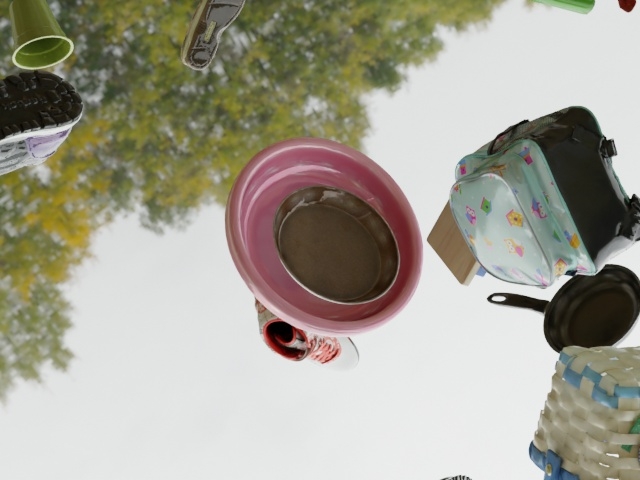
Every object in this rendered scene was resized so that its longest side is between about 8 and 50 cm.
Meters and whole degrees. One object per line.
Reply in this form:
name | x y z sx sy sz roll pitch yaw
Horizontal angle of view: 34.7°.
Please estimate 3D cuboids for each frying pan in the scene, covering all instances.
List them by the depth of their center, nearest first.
frying pan | 0.440 0.148 1.859 0.326 0.053 0.197 -22 -140 38

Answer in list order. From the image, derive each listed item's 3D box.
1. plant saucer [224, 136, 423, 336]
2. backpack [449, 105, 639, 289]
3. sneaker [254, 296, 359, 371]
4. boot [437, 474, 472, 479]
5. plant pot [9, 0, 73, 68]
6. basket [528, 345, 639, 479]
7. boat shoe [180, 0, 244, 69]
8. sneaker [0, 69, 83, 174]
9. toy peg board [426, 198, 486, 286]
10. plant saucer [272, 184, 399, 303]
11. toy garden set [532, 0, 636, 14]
plant saucer | 0.000 0.000 1.609 0.332 0.332 0.084 -51 -176 -35
backpack | 0.220 -0.037 1.064 0.144 0.165 0.188 -32 -171 -12
sneaker | -0.023 0.198 1.938 0.090 0.270 0.145 -39 -154 15
boot | 0.091 0.445 1.564 0.260 0.348 0.131 -20 -112 28
plant pot | -0.389 -0.289 1.398 0.083 0.079 0.083 -19 165 -5
basket | 0.364 0.270 1.178 0.255 0.288 0.201 -3 -164 -17
boat shoe | -0.195 -0.393 1.781 0.190 0.068 0.072 -59 -142 4
sneaker | -0.405 -0.103 1.142 0.283 0.107 0.124 -14 154 -44
toy peg board | 0.285 -0.019 1.811 0.161 0.079 0.160 -63 -150 20
plant saucer | 0.015 0.009 1.249 0.168 0.168 0.029 -56 -177 -41
toy garden set | 0.336 -0.393 1.244 0.049 0.204 0.244 136 -37 -69
